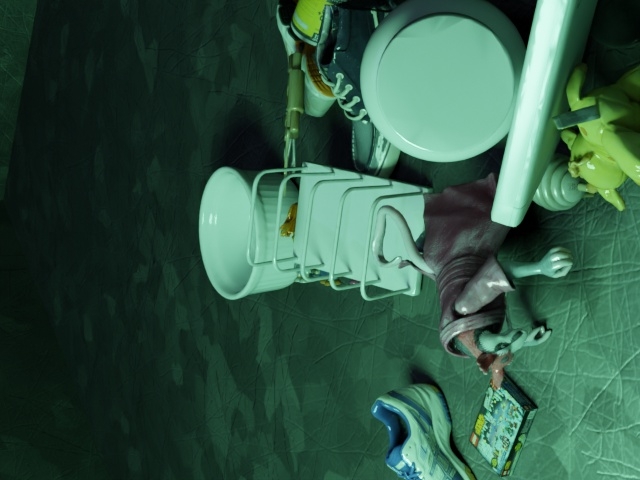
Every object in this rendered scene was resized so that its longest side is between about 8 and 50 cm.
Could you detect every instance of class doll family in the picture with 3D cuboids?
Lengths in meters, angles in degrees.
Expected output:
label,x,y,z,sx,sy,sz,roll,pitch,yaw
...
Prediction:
label,x,y,z,sx,sy,sz,roll,pitch,yaw
doll family,0.000,0.000,2.235,0.263,0.118,0.163,5,100,57

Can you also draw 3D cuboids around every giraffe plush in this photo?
label,x,y,z,sx,sy,sz,roll,pitch,yaw
giraffe plush,0.394,-0.127,1.527,0.170,0.210,0.182,88,-179,-66

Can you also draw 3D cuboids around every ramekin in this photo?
label,x,y,z,sx,sy,sz,roll,pitch,yaw
ramekin,-0.139,-0.019,2.456,0.277,0.135,0.277,12,104,59

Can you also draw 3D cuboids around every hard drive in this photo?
label,x,y,z,sx,sy,sz,roll,pitch,yaw
hard drive,0.299,-0.220,1.503,0.047,0.233,0.353,19,135,15

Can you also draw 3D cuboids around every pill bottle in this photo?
label,x,y,z,sx,sy,sz,roll,pitch,yaw
pill bottle,0.019,-0.459,2.172,0.103,0.103,0.184,62,142,36
pill bottle,0.173,-0.234,1.635,0.408,0.229,0.229,-65,-20,-77

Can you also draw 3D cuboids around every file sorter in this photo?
label,x,y,z,sx,sy,sz,roll,pitch,yaw
file sorter,0.025,-0.019,2.047,0.277,0.173,0.193,15,104,36

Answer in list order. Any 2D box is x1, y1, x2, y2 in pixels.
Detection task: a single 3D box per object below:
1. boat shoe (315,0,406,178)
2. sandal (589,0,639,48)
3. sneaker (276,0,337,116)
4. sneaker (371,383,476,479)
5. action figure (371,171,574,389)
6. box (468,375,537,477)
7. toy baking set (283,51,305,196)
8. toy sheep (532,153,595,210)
label,x,y,z,sx,sy,sz,roll,pitch,yaw
boat shoe,0.060,-0.265,2.067,0.127,0.158,0.341,26,115,56
sandal,0.304,-0.453,1.566,0.446,0.107,0.167,56,138,14
sneaker,-0.038,-0.358,2.294,0.121,0.099,0.263,-56,45,52
sneaker,0.172,0.389,1.974,0.112,0.131,0.297,-52,51,46
action figure,0.214,0.056,1.714,0.370,0.275,0.248,-86,-2,-48
box,0.289,0.295,1.863,0.094,0.027,0.137,49,133,48
toy baking set,-0.050,-0.221,2.186,0.197,0.030,0.256,99,173,-63
toy sheep,0.343,-0.083,1.674,0.132,0.091,0.091,6,99,59
